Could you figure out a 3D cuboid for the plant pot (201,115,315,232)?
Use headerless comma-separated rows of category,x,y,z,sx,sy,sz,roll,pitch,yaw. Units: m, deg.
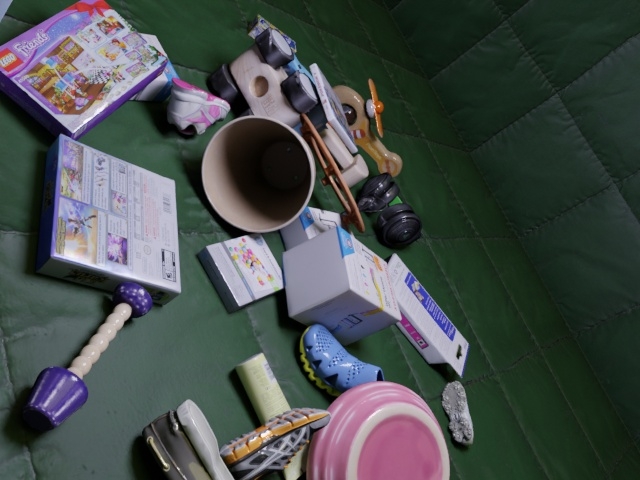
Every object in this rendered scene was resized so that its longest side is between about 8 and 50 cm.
plant pot,-0.117,-0.172,1.438,0.257,0.256,0.274,52,16,-4

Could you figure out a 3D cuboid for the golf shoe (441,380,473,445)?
golf shoe,0.379,0.477,1.638,0.086,0.069,0.176,53,28,-43

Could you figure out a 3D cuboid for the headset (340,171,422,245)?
headset,0.189,-0.087,1.877,0.244,0.185,0.394,58,16,14

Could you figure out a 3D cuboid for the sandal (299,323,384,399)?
sandal,0.083,0.306,1.318,0.317,0.138,0.126,50,34,-5

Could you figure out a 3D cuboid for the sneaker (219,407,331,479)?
sneaker,-0.073,0.364,1.067,0.214,0.084,0.083,-21,89,-24

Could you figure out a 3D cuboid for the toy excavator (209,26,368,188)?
toy excavator,-0.044,-0.356,1.739,0.433,0.222,0.445,60,23,7

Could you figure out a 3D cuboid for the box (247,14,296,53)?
box,-0.160,-0.674,2.000,0.168,0.059,0.054,26,44,-38

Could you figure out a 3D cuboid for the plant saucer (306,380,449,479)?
plant saucer,0.133,0.445,1.169,0.331,0.084,0.333,8,75,-30

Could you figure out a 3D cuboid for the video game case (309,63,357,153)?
video game case,0.037,-0.353,1.621,0.201,0.023,0.184,41,29,-63

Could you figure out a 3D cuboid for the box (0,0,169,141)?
box,-0.468,-0.342,1.174,0.201,0.057,0.293,42,51,-9

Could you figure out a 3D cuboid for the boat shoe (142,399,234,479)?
boat shoe,-0.174,0.404,0.925,0.305,0.091,0.109,62,-5,8

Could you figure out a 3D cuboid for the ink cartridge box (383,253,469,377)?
ink cartridge box,0.292,0.224,1.742,0.371,0.069,0.176,49,31,-5

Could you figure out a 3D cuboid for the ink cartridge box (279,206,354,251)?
ink cartridge box,0.000,0.000,1.545,0.203,0.085,0.148,7,54,-50

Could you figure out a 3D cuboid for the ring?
ring,0.021,-0.163,1.506,0.337,0.032,0.336,62,-2,3

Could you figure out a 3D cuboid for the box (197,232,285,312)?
box,-0.165,0.066,1.310,0.186,0.038,0.145,-17,75,-58

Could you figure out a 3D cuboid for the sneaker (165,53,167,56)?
sneaker,-0.414,-0.480,1.498,0.083,0.037,0.032,21,43,-44

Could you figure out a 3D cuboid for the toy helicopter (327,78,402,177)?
toy helicopter,0.146,-0.352,1.927,0.355,0.235,0.140,45,32,-11

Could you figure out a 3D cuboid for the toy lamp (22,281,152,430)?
toy lamp,-0.354,0.171,0.921,0.080,0.080,0.275,45,30,-15

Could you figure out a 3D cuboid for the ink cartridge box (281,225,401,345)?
ink cartridge box,0.050,0.111,1.395,0.232,0.168,0.171,35,36,-47

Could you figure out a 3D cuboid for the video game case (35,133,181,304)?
video game case,-0.379,-0.035,1.095,0.244,0.061,0.270,24,42,-42

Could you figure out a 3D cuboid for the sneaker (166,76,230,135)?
sneaker,-0.303,-0.309,1.434,0.102,0.111,0.252,27,9,11

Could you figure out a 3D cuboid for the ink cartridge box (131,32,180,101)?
ink cartridge box,-0.433,-0.394,1.349,0.190,0.082,0.140,-17,75,-58

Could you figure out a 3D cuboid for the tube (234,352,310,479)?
tube,-0.087,0.336,1.144,0.240,0.070,0.062,62,-11,4

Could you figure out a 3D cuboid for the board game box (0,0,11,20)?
board game box,-0.628,-0.352,0.831,0.301,0.308,0.086,10,50,-49
